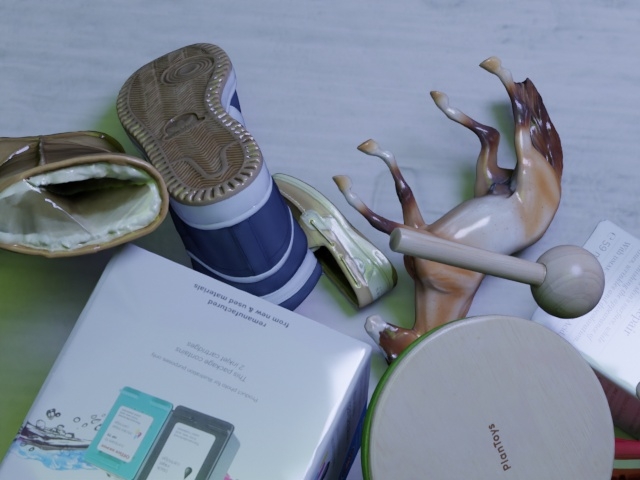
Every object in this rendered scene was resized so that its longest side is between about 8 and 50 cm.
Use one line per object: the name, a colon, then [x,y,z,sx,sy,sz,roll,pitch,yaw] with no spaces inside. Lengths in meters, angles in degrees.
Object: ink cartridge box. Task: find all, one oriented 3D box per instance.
ink cartridge box: [-0.106,0.186,1.230,0.197,0.198,0.270,22,68,10]

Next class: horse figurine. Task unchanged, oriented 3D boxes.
horse figurine: [0.116,-0.030,1.382,0.263,0.066,0.174,-39,105,-27]

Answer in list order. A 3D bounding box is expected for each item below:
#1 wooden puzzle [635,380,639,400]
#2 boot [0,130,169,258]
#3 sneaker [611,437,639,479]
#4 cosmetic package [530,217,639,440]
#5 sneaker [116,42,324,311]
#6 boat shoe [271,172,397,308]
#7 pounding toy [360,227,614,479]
wooden puzzle: [0.306,0.219,1.167,0.044,0.239,0.221,-39,25,8]
boot: [-0.240,-0.032,1.291,0.236,0.269,0.089,-16,101,-7]
sneaker: [0.160,0.128,1.319,0.221,0.087,0.128,1,66,-1]
cosmetic package: [0.279,0.099,1.333,0.231,0.085,0.117,32,70,15]
sneaker: [-0.078,-0.041,1.371,0.099,0.153,0.282,-25,31,0]
boat shoe: [0.000,0.000,1.397,0.135,0.050,0.045,40,66,17]
pounding toy: [0.103,0.116,1.229,0.182,0.110,0.237,6,86,-19]
